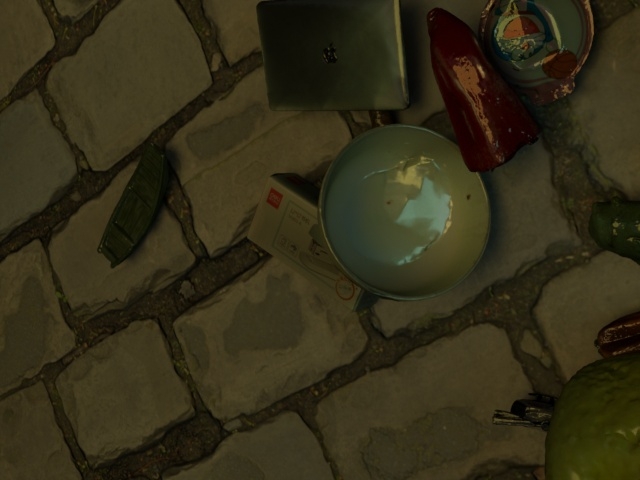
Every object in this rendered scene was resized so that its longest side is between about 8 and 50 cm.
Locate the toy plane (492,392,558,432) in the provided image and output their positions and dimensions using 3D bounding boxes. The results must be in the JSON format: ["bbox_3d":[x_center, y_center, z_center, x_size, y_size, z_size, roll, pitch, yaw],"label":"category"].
[{"bbox_3d":[0.369,0.281,1.506,0.197,0.078,0.053,11,102,21],"label":"toy plane"}]

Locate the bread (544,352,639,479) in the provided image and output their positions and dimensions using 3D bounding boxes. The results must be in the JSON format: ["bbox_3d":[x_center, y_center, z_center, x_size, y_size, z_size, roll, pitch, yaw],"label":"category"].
[{"bbox_3d":[0.482,0.304,1.272,0.307,0.348,0.348,-9,93,41],"label":"bread"}]

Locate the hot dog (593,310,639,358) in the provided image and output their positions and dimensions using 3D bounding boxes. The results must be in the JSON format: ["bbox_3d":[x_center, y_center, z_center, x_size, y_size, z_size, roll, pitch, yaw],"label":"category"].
[{"bbox_3d":[0.486,0.133,1.406,0.188,0.055,0.072,-19,57,31],"label":"hot dog"}]

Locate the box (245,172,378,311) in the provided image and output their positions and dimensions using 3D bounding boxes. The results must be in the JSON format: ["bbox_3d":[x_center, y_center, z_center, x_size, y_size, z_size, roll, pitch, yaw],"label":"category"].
[{"bbox_3d":[0.000,0.000,1.719,0.269,0.079,0.135,35,116,26],"label":"box"}]

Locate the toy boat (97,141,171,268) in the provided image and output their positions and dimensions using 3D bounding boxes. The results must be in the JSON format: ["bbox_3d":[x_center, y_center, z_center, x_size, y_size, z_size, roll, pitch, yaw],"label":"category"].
[{"bbox_3d":[-0.367,-0.071,1.986,0.093,0.055,0.293,44,121,22],"label":"toy boat"}]

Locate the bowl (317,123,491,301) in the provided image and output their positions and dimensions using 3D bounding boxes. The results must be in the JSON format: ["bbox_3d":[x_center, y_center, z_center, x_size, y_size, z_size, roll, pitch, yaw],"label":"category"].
[{"bbox_3d":[0.116,-0.035,1.546,0.145,0.277,0.277,150,102,-75],"label":"bowl"}]

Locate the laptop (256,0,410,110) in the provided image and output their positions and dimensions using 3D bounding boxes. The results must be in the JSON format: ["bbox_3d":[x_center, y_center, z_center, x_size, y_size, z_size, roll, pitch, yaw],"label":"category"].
[{"bbox_3d":[0.018,-0.305,1.604,0.269,0.015,0.188,4,113,30],"label":"laptop"}]

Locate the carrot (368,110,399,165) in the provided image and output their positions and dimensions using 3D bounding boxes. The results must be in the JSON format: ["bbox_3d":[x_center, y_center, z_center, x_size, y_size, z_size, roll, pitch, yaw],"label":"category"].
[{"bbox_3d":[0.089,-0.231,1.624,0.049,0.049,0.255,-19,92,36],"label":"carrot"}]

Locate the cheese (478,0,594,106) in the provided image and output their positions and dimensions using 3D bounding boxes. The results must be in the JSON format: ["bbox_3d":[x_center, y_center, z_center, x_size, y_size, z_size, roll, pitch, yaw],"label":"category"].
[{"bbox_3d":[0.303,-0.341,1.444,0.188,0.074,0.286,-17,88,35],"label":"cheese"}]

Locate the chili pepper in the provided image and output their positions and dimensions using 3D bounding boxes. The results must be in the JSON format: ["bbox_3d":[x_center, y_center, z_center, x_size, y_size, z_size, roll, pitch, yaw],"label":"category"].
[{"bbox_3d":[0.222,-0.225,1.440,0.136,0.144,0.253,-21,104,37],"label":"chili pepper"}]

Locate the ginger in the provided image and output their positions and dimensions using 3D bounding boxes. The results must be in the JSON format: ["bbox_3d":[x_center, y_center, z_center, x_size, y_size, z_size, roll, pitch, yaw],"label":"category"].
[{"bbox_3d":[0.486,-0.046,1.330,0.137,0.089,0.290,34,149,-9],"label":"ginger"}]
